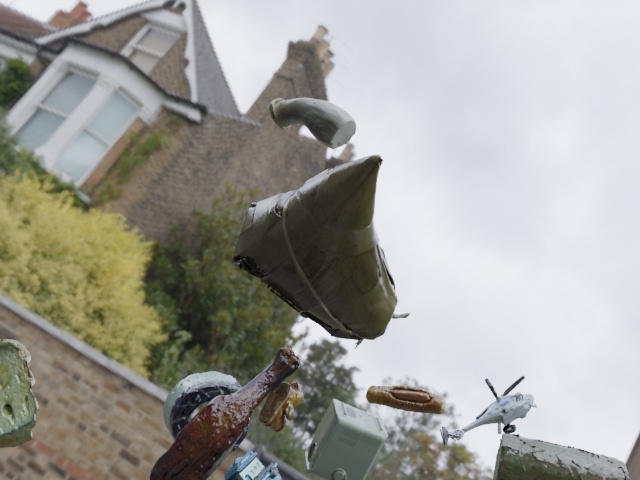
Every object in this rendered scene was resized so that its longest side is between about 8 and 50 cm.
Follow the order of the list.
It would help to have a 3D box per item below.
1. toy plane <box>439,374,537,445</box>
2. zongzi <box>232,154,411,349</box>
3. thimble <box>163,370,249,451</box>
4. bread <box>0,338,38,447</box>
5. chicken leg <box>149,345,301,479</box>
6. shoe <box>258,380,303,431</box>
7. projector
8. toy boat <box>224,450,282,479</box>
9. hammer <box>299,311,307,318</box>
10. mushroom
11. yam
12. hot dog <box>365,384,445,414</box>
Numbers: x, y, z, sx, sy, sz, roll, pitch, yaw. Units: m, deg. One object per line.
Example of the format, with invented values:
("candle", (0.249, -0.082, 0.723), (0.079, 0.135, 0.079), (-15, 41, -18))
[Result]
("toy plane", (0.469, 0.481, 2.101), (0.107, 0.273, 0.181), (-149, -124, -63))
("zongzi", (0.114, 0.059, 1.637), (0.500, 0.218, 0.467), (39, -34, -24))
("thimble", (-0.310, 0.477, 2.107), (0.237, 0.237, 0.150), (45, -7, -25))
("bread", (-0.663, 0.323, 1.619), (0.088, 0.128, 0.232), (64, 2, -61))
("chicken leg", (-0.189, 0.368, 1.494), (0.096, 0.407, 0.158), (42, -2, 18))
("shoe", (-0.084, 0.351, 1.612), (0.072, 0.109, 0.069), (-1, -41, 33))
("projector", (0.069, 0.627, 2.290), (0.177, 0.242, 0.163), (24, 10, -8))
("toy boat", (-0.172, 0.510, 1.542), (0.098, 0.109, 0.238), (49, 25, 7))
("hammer", (-0.025, 0.112, 2.151), (0.029, 0.103, 0.246), (20, -39, 15))
("mushroom", (-0.024, -0.278, 1.713), (0.223, 0.081, 0.092), (25, -56, 33))
("yam", (0.564, 0.573, 1.837), (0.304, 0.168, 0.168), (13, -23, 3))
("hot dog", (0.147, 0.269, 1.305), (0.137, 0.044, 0.028), (8, -38, 13))
